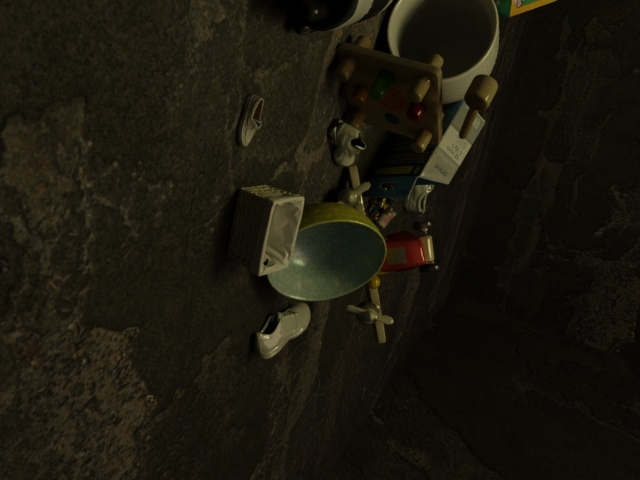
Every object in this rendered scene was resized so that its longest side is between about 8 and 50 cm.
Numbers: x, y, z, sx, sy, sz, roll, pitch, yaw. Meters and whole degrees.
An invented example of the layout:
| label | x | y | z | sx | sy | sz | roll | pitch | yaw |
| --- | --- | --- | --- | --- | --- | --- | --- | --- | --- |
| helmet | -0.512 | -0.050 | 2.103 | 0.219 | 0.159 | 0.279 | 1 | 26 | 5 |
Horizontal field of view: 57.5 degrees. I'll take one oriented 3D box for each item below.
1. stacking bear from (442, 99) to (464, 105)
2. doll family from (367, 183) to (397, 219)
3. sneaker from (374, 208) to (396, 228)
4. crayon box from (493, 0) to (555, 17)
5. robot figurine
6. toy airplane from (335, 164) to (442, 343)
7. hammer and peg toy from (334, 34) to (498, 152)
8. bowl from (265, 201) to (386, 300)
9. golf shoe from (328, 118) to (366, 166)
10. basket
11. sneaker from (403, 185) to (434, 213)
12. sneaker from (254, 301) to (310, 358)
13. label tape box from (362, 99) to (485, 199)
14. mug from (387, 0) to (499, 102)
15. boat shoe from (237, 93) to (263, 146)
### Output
| label | x | y | z | sx | sy | sz | roll | pitch | yaw |
| --- | --- | --- | --- | --- | --- | --- | --- | --- | --- |
| stacking bear | 0.434 | -0.479 | 2.007 | 0.289 | 0.164 | 0.175 | -8 | 118 | -60 |
| doll family | 0.224 | -0.158 | 1.938 | 0.193 | 0.076 | 0.111 | -61 | 153 | -28 |
| sneaker | 0.224 | -0.081 | 2.040 | 0.070 | 0.051 | 0.134 | -53 | 172 | 15 |
| crayon box | 0.515 | -0.711 | 1.426 | 0.165 | 0.081 | 0.278 | -24 | 135 | -17 |
| robot figurine | 0.035 | -0.483 | 1.065 | 0.278 | 0.209 | 0.174 | -40 | 124 | -48 |
| toy airplane | 0.121 | 0.039 | 1.624 | 0.272 | 0.386 | 0.384 | -12 | 139 | -25 |
| hammer and peg toy | 0.215 | -0.320 | 1.372 | 0.127 | 0.361 | 0.266 | -59 | 157 | -20 |
| bowl | 0.000 | 0.000 | 1.413 | 0.289 | 0.289 | 0.156 | 86 | -9 | -48 |
| golf shoe | 0.077 | -0.236 | 1.502 | 0.069 | 0.086 | 0.176 | -63 | 159 | -15 |
| basket | -0.118 | -0.026 | 1.221 | 0.113 | 0.103 | 0.167 | -15 | 123 | -56 |
| sneaker | 0.391 | -0.223 | 2.221 | 0.094 | 0.091 | 0.258 | -38 | 144 | -50 |
| sneaker | -0.099 | 0.218 | 1.557 | 0.212 | 0.080 | 0.094 | -44 | 137 | -42 |
| label tape box | 0.306 | -0.245 | 1.770 | 0.115 | 0.249 | 0.348 | 36 | 78 | -25 |
| mug | 0.339 | -0.567 | 1.601 | 0.328 | 0.276 | 0.374 | 9 | 72 | -73 |
| boat shoe | -0.129 | -0.225 | 1.107 | 0.035 | 0.035 | 0.100 | -14 | 123 | -63 |
